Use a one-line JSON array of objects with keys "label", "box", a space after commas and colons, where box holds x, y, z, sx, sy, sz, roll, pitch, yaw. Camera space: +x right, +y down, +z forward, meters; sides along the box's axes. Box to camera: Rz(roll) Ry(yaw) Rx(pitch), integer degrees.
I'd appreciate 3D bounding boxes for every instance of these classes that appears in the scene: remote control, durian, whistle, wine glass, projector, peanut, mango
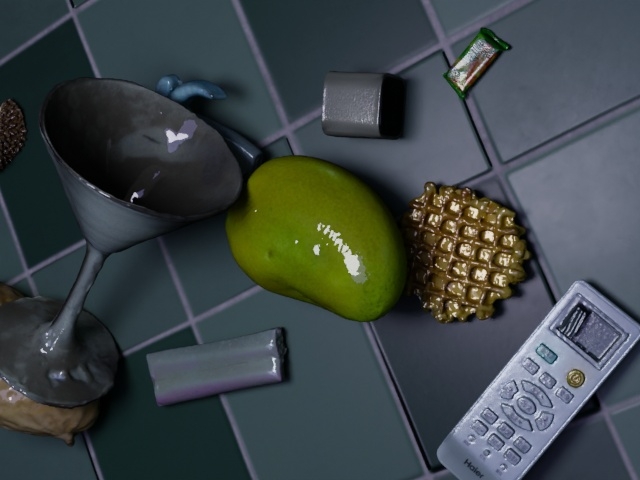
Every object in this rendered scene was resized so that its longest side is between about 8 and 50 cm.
[{"label": "remote control", "box": [0.265, 0.189, 1.368, 0.103, 0.051, 0.293, 41, 104, 18]}, {"label": "durian", "box": [-0.495, -0.155, 1.722, 0.066, 0.052, 0.130, 23, 102, 26]}, {"label": "whistle", "box": [-0.203, -0.147, 1.563, 0.274, 0.093, 0.186, 23, 116, 21]}, {"label": "wine glass", "box": [-0.298, 0.017, 1.490, 0.267, 0.267, 0.406, 45, 128, 18]}, {"label": "projector", "box": [0.055, -0.173, 1.439, 0.082, 0.083, 0.083, 6, 94, 26]}, {"label": "peanut", "box": [-0.454, 0.182, 1.650, 0.291, 0.159, 0.143, 49, 129, 16]}, {"label": "mango", "box": [0.000, -0.009, 1.425, 0.273, 0.149, 0.185, 17, 98, 36]}]

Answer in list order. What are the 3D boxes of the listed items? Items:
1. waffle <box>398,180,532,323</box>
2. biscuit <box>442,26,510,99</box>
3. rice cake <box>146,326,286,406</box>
[{"label": "waffle", "box": [0.172, 0.017, 1.413, 0.191, 0.038, 0.191, 0, 91, 26]}, {"label": "biscuit", "box": [0.193, -0.224, 1.409, 0.046, 0.016, 0.089, 46, 109, 17]}, {"label": "rice cake", "box": [-0.145, 0.178, 1.569, 0.222, 0.042, 0.080, -14, 84, 25]}]
